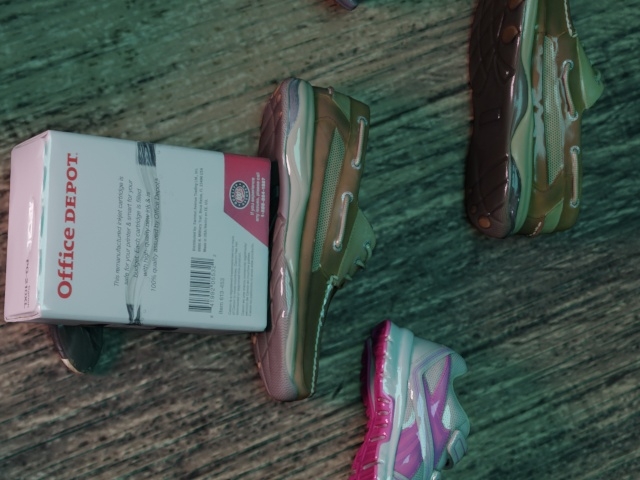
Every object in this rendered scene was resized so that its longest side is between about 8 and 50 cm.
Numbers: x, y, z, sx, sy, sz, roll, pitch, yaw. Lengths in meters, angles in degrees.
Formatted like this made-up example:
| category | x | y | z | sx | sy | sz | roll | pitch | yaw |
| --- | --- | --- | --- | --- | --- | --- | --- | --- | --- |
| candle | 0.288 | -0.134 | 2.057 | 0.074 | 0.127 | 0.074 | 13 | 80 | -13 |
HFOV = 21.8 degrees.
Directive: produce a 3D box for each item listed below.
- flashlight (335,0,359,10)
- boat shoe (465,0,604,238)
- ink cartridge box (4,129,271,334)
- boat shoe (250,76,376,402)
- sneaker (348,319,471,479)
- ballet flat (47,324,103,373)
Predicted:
| category | x | y | z | sx | sy | sz | roll | pitch | yaw |
| --- | --- | --- | --- | --- | --- | --- | --- | --- | --- |
| flashlight | -0.053 | -0.367 | 1.692 | 0.304 | 0.103 | 0.103 | 41 | 48 | -7 |
| boat shoe | 0.229 | -0.161 | 1.745 | 0.120 | 0.122 | 0.324 | 5 | 90 | -20 |
| ink cartridge box | -0.174 | -0.002 | 1.584 | 0.237 | 0.100 | 0.172 | 6 | 81 | -31 |
| boat shoe | 0.000 | 0.000 | 1.653 | 0.116 | 0.123 | 0.324 | 6 | 84 | -18 |
| sneaker | 0.097 | 0.209 | 1.662 | 0.111 | 0.103 | 0.252 | 8 | 82 | -13 |
| ballet flat | -0.255 | 0.046 | 1.621 | 0.057 | 0.049 | 0.173 | -21 | 95 | -40 |
